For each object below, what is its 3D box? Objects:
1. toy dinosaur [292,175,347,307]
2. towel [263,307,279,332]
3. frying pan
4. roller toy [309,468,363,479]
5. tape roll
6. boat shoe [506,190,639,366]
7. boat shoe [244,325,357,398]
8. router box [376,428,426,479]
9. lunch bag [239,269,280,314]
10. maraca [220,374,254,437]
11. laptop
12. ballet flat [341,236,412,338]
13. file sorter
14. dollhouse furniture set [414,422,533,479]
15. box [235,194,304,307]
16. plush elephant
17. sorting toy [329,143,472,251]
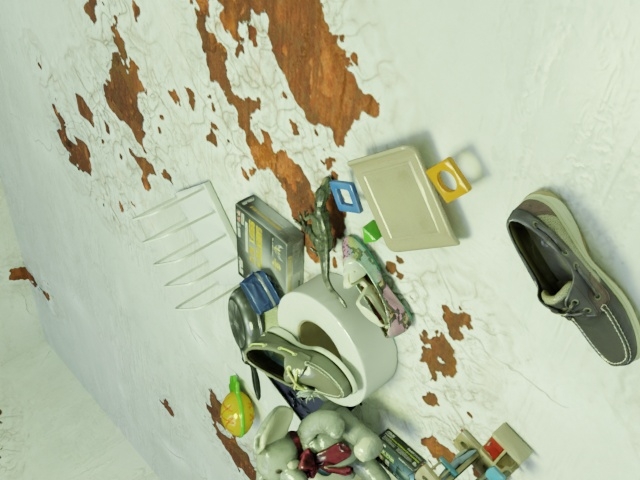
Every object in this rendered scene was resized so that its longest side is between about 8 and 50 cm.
[{"bbox_3d":[0.000,0.000,1.614,0.118,0.064,0.268,-151,48,-65],"label":"toy dinosaur"},{"bbox_3d":[-0.099,0.215,1.958,0.148,0.027,0.110,6,98,55],"label":"towel"},{"bbox_3d":[-0.204,0.259,2.109,0.326,0.053,0.197,100,149,-41],"label":"frying pan"},{"bbox_3d":[0.020,0.634,2.060,0.191,0.146,0.209,55,149,9],"label":"roller toy"},{"bbox_3d":[0.032,0.215,1.734,0.286,0.100,0.286,35,142,34],"label":"tape roll"},{"bbox_3d":[0.358,0.067,1.150,0.285,0.092,0.103,60,149,-1],"label":"boat shoe"},{"bbox_3d":[-0.046,0.276,1.712,0.305,0.091,0.109,19,131,47],"label":"boat shoe"},{"bbox_3d":[0.182,0.503,1.822,0.122,0.038,0.092,35,141,34],"label":"router box"},{"bbox_3d":[-0.136,0.113,1.814,0.098,0.065,0.067,62,164,-9],"label":"lunch bag"},{"bbox_3d":[-0.252,0.498,2.386,0.127,0.099,0.186,149,115,-65],"label":"maraca"},{"bbox_3d":[-0.027,0.378,2.040,0.234,0.136,0.264,50,122,14],"label":"laptop"},{"bbox_3d":[0.094,0.095,1.565,0.221,0.079,0.077,56,150,5],"label":"ballet flat"},{"bbox_3d":[-0.328,0.020,2.013,0.193,0.173,0.278,-9,108,56],"label":"file sorter"},{"bbox_3d":[0.287,0.429,1.522,0.129,0.129,0.184,45,147,22],"label":"dollhouse furniture set"},{"bbox_3d":[-0.118,0.034,1.837,0.183,0.056,0.231,38,143,31],"label":"box"},{"bbox_3d":[-0.030,0.486,1.805,0.330,0.255,0.272,45,160,32],"label":"plush elephant"},{"bbox_3d":[0.150,-0.073,1.378,0.347,0.047,0.196,-8,113,57],"label":"sorting toy"}]
